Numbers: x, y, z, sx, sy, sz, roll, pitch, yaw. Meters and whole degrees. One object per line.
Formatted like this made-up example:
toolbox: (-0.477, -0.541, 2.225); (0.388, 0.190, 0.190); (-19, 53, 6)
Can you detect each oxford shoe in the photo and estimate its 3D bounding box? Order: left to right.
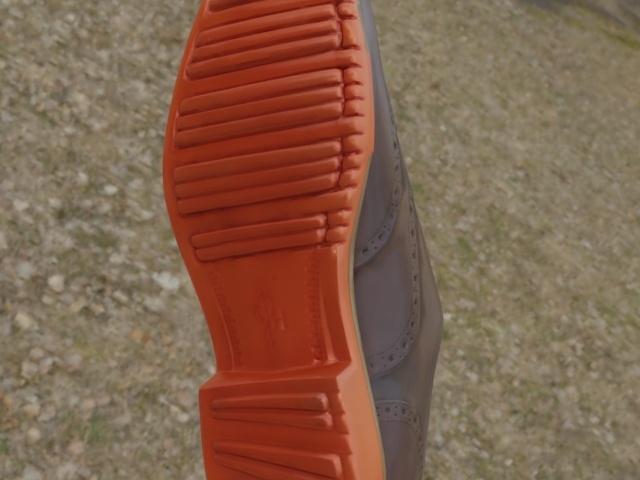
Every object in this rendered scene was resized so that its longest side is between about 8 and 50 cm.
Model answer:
oxford shoe: (0.000, 0.000, 0.410); (0.097, 0.271, 0.098); (0, 1, 34)
